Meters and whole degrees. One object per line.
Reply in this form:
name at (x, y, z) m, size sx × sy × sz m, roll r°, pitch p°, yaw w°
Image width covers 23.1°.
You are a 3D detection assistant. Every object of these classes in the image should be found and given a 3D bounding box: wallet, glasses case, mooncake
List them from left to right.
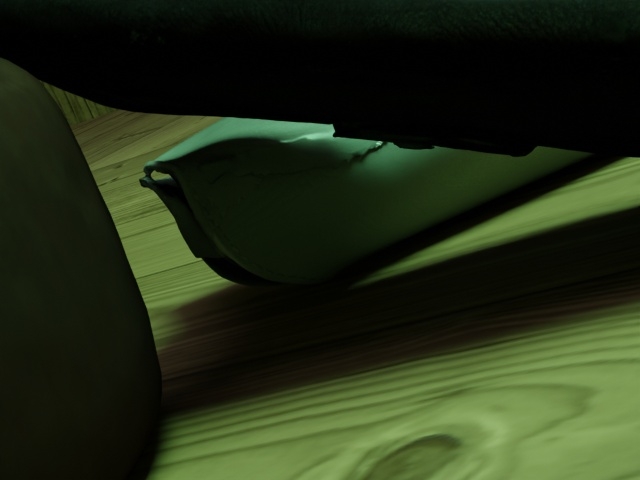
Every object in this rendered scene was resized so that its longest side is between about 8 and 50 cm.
mooncake at (-0.215, 0.050, 0.539) m, size 0.326 × 0.174 × 0.334 m, roll -31°, pitch 15°, yaw -36°
wallet at (0.028, -0.065, 0.612) m, size 0.318 × 0.045 × 0.172 m, roll 5°, pitch -7°, yaw 17°
glasses case at (0.055, -0.058, 0.794) m, size 0.308 × 0.083 × 0.128 m, roll -24°, pitch 18°, yaw -19°
